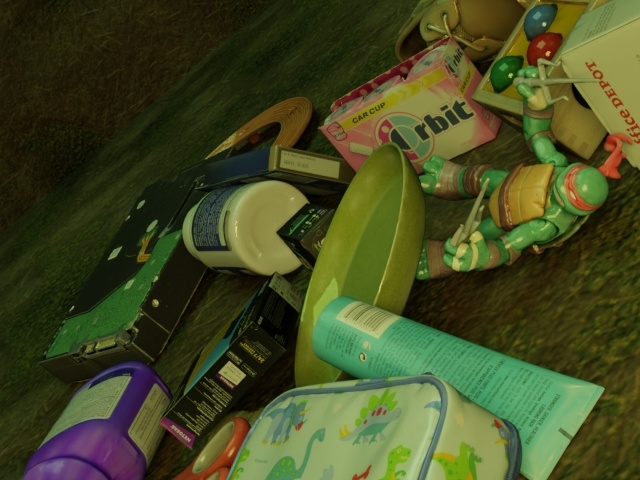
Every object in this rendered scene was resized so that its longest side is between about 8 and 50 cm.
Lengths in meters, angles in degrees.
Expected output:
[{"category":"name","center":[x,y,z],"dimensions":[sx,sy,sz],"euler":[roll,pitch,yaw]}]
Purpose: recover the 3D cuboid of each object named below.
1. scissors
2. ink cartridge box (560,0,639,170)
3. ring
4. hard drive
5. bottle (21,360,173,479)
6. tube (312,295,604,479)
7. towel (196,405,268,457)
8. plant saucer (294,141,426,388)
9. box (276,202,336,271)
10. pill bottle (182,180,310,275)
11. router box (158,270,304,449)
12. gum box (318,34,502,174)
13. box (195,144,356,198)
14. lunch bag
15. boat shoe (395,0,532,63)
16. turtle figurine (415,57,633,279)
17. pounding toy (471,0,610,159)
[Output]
[{"category":"scissors","center":[-0.148,0.240,0.919],"dimensions":[0.297,0.021,0.109],"euler":[-39,22,42]},{"category":"ink cartridge box","center":[0.295,-0.145,0.808],"dimensions":[0.175,0.127,0.072],"euler":[-21,27,43]},{"category":"ring","center":[-0.139,-0.106,1.676],"dimensions":[0.337,0.032,0.336],"euler":[-37,21,16]},{"category":"hard drive","center":[-0.236,0.036,1.464],"dimensions":[0.237,0.064,0.339],"euler":[-19,36,46]},{"category":"bottle","center":[-0.222,0.216,1.011],"dimensions":[0.118,0.092,0.283],"euler":[-33,12,13]},{"category":"tube","center":[0.086,0.095,0.736],"dimensions":[0.207,0.052,0.080],"euler":[21,68,38]},{"category":"towel","center":[-0.081,0.205,0.928],"dimensions":[0.110,0.027,0.148],"euler":[-20,29,44]},{"category":"plant saucer","center":[0.037,0.032,0.932],"dimensions":[0.241,0.037,0.241],"euler":[-162,90,-78]},{"category":"box","center":[0.000,0.000,1.150],"dimensions":[0.052,0.062,0.083],"euler":[-45,20,-12]},{"category":"pill bottle","center":[-0.095,-0.013,1.279],"dimensions":[0.112,0.112,0.187],"euler":[-50,22,-21]},{"category":"router box","center":[-0.081,0.111,1.018],"dimensions":[0.133,0.046,0.179],"euler":[-47,5,12]},{"category":"gum box","center":[0.098,-0.135,1.183],"dimensions":[0.188,0.107,0.062],"euler":[-25,26,39]},{"category":"box","center":[-0.053,-0.079,1.320],"dimensions":[0.225,0.136,0.036],"euler":[-8,76,58]},{"category":"lunch bag","center":[0.021,0.175,0.672],"dimensions":[0.219,0.090,0.176],"euler":[-17,46,52]},{"category":"boat shoe","center":[0.186,-0.262,1.290],"dimensions":[0.110,0.122,0.341],"euler":[-49,10,-7]},{"category":"turtle figurine","center":[0.156,-0.037,0.855],"dimensions":[0.175,0.118,0.234],"euler":[-63,16,-21]},{"category":"pounding toy","center":[0.250,-0.187,0.953],"dimensions":[0.206,0.094,0.181],"euler":[-58,19,5]}]
